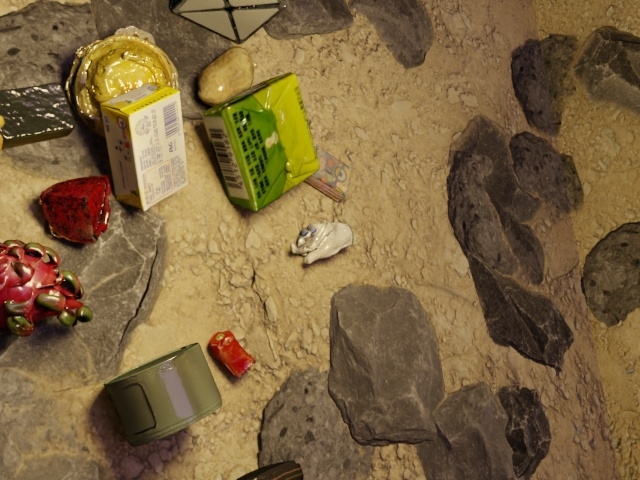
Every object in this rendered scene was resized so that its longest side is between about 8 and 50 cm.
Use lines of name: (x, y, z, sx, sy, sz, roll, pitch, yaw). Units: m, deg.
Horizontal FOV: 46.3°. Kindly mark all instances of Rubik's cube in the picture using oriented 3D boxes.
Rubik's cube: (-0.252, -0.757, 2.115, 0.254, 0.260, 0.259, 17, 62, -36)

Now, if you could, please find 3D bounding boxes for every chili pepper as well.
chili pepper: (-0.226, 0.283, 1.896, 0.073, 0.070, 0.123, -35, 107, 2)

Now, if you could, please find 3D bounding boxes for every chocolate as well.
chocolate: (-0.162, -0.272, 2.046, 0.288, 0.137, 0.301, -38, 124, -41)

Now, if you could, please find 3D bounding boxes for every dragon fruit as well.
dragon fruit: (-0.609, 0.095, 1.549, 0.272, 0.198, 0.218, -5, 46, -29)
dragon fruit: (-0.561, -0.081, 1.740, 0.127, 0.121, 0.161, 9, 31, 4)

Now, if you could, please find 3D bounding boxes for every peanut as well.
peanut: (-0.260, -0.449, 2.085, 0.129, 0.129, 0.224, 47, 56, -18)

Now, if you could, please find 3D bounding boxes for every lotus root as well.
lotus root: (-0.487, -0.483, 1.934, 0.112, 0.081, 0.122, -14, 85, -41)

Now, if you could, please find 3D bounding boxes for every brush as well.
brush: (-0.671, -0.290, 1.722, 0.197, 0.059, 0.123, -22, 88, -43)

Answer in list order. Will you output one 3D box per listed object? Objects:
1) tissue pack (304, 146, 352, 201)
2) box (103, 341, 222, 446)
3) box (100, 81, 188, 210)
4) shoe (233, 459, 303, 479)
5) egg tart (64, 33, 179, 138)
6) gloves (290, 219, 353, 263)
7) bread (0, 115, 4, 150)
tissue pack: (0.023, -0.202, 2.285, 0.148, 0.060, 0.109, 30, 56, -30)
box: (-0.347, 0.339, 1.664, 0.226, 0.226, 0.149, -22, 89, -43)
box: (-0.416, -0.226, 1.796, 0.168, 0.097, 0.265, -40, 142, -40)
shoe: (-0.164, 0.681, 1.734, 0.384, 0.171, 0.237, -21, 82, -41)
egg tart: (-0.473, -0.376, 1.834, 0.290, 0.107, 0.291, -6, 101, -34)
gloves: (-0.001, 0.001, 2.170, 0.229, 0.097, 0.119, -9, 76, -47)
bread: (-0.756, -0.129, 1.539, 0.172, 0.121, 0.311, 7, 63, -22)
